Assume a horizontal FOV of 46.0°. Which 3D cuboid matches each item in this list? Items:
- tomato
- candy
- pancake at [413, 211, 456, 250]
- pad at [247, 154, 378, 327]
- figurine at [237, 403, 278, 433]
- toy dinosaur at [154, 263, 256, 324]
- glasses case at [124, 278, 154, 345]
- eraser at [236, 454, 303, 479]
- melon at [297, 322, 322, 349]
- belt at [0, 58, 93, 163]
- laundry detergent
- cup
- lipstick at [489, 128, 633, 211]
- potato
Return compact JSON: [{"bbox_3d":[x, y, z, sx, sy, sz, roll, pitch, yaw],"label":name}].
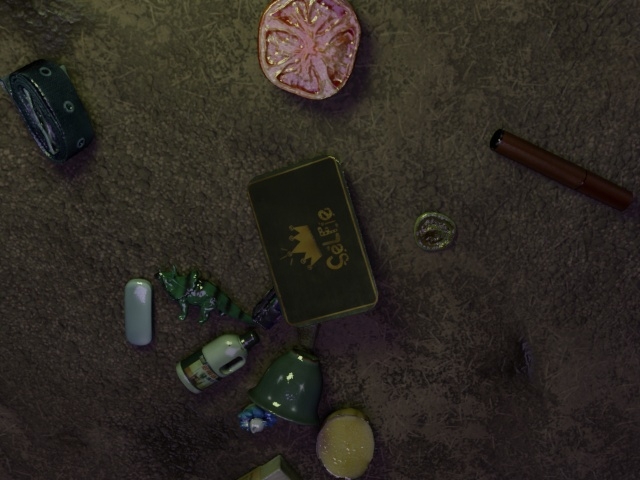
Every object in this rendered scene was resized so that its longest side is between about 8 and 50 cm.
[{"bbox_3d":[-0.023,-0.421,1.616,0.237,0.095,0.236,-1,108,-2],"label":"tomato"},{"bbox_3d":[-0.047,0.086,1.818,0.061,0.088,0.312,40,107,-12],"label":"candy"},{"bbox_3d":[0.276,-0.022,1.814,0.108,0.017,0.108,1,115,2],"label":"pancake"},{"bbox_3d":[0.001,0.000,1.711,0.315,0.063,0.375,-17,91,17],"label":"pad"},{"bbox_3d":[-0.157,0.464,1.972,0.114,0.079,0.114,0,138,0],"label":"figurine"},{"bbox_3d":[-0.281,0.158,1.855,0.292,0.079,0.120,39,108,-17],"label":"toy dinosaur"},{"bbox_3d":[-0.451,0.180,1.877,0.067,0.045,0.178,4,111,-2],"label":"glasses case"},{"bbox_3d":[-0.207,0.736,2.081,0.343,0.078,0.144,-34,108,11],"label":"eraser"},{"bbox_3d":[-0.021,0.206,1.866,0.054,0.098,0.182,19,112,18],"label":"melon"},{"bbox_3d":[-0.580,-0.290,1.659,0.122,0.128,0.218,-5,116,34],"label":"belt"},{"bbox_3d":[-0.252,0.297,1.913,0.226,0.070,0.099,-33,100,11],"label":"laundry detergent"},{"bbox_3d":[-0.065,0.354,1.891,0.199,0.199,0.150,23,92,-9],"label":"cup"},{"bbox_3d":[0.555,-0.162,1.738,0.357,0.057,0.057,23,110,-8],"label":"lipstick"},{"bbox_3d":[0.073,0.531,2.000,0.164,0.081,0.200,8,109,6],"label":"potato"}]
